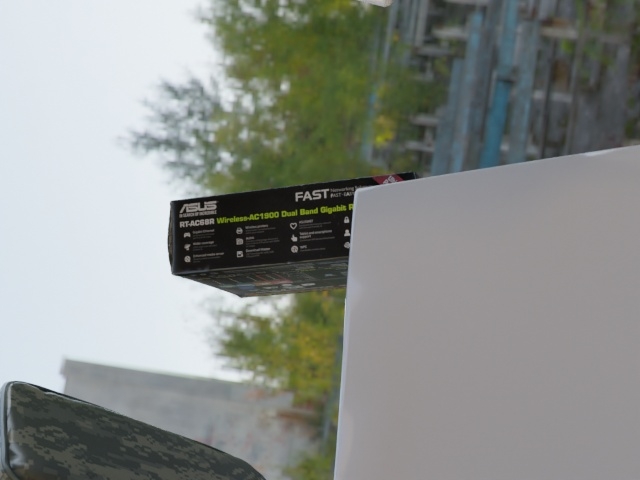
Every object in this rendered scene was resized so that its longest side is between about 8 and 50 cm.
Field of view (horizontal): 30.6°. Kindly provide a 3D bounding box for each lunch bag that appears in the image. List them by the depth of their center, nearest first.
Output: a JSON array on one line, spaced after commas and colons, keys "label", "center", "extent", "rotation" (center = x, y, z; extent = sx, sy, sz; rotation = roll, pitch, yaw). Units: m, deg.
[{"label": "lunch bag", "center": [-0.213, 0.303, 1.057], "extent": [0.256, 0.305, 0.212], "rotation": [-63, 24, 9]}]

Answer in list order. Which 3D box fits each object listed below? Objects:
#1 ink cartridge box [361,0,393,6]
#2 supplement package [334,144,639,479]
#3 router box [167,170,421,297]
[{"label": "ink cartridge box", "center": [-0.089, -0.210, 0.393], "extent": [0.197, 0.273, 0.114], "rotation": [78, -148, -57]}, {"label": "supplement package", "center": [0.108, 0.100, 0.461], "extent": [0.203, 0.149, 0.194], "rotation": [55, -146, -51]}, {"label": "router box", "center": [0.000, 0.000, 0.568], "extent": [0.092, 0.122, 0.038], "rotation": [32, -126, -70]}]
